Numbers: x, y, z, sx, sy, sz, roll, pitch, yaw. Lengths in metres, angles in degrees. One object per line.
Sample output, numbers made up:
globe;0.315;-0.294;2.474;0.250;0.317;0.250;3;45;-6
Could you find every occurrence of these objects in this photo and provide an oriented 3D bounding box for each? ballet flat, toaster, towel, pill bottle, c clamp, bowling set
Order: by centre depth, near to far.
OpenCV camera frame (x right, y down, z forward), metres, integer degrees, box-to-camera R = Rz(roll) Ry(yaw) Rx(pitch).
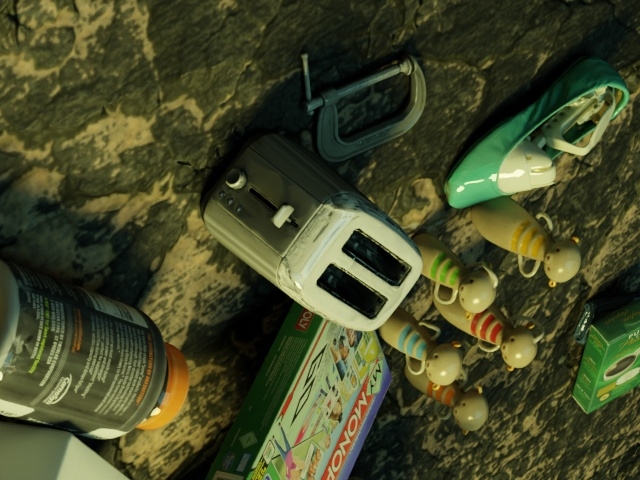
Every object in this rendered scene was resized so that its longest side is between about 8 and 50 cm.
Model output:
pill bottle;-0.228;0.106;1.335;0.245;0.130;0.130;26;100;-49
toaster;0.000;0.000;1.456;0.129;0.146;0.227;-52;140;2
c clamp;0.047;-0.143;1.489;0.160;0.022;0.137;-21;131;-31
ballet flat;0.249;-0.112;1.650;0.247;0.087;0.083;-41;140;-12
bowling set;0.142;0.091;1.650;0.200;0.154;0.287;-2;120;-42
towel;0.394;0.107;1.994;0.119;0.029;0.067;-7;124;-40

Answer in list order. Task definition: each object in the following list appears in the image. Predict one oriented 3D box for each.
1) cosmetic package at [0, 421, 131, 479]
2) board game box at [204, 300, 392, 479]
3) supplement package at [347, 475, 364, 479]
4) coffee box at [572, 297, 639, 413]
cosmetic package;-0.265;0.310;1.362;0.225;0.138;0.224;53;46;-55
board game box;-0.020;0.205;1.558;0.317;0.046;0.213;-64;149;-33
supplement package;-0.011;0.382;1.720;0.244;0.134;0.139;-9;108;-39
coffee box;0.404;0.151;1.988;0.113;0.040;0.184;-26;148;-17
